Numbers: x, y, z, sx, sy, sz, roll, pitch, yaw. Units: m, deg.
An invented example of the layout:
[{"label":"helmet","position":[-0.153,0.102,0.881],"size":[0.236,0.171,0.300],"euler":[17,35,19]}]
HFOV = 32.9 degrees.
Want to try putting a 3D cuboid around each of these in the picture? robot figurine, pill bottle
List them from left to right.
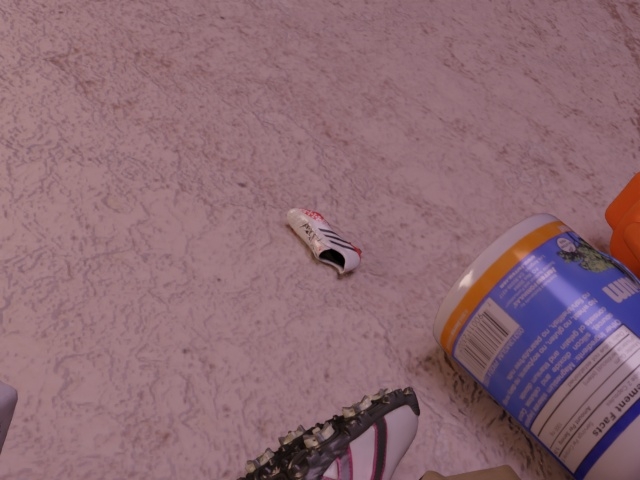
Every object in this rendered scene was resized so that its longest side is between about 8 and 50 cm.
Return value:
[{"label":"pill bottle","position":[0.234,0.117,0.881],"size":[0.152,0.152,0.272],"euler":[-21,57,-44]},{"label":"robot figurine","position":[0.382,0.025,1.097],"size":[0.128,0.158,0.219],"euler":[-29,52,1]}]

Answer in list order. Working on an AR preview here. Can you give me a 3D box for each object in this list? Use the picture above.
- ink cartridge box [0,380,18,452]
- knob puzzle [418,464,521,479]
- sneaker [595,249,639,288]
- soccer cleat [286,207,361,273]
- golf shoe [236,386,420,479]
[{"label":"ink cartridge box","position":[-0.259,0.166,0.436],"size":[0.114,0.197,0.273],"euler":[25,19,8]},{"label":"knob puzzle","position":[0.122,0.242,0.746],"size":[0.213,0.030,0.213],"euler":[28,28,-16]},{"label":"sneaker","position":[0.281,0.076,1.026],"size":[0.078,0.067,0.188],"euler":[-15,56,-49]},{"label":"soccer cleat","position":[0.000,0.000,0.990],"size":[0.083,0.029,0.035],"euler":[39,35,10]},{"label":"golf shoe","position":[-0.004,0.192,0.723],"size":[0.273,0.105,0.120],"euler":[-32,90,-50]}]
